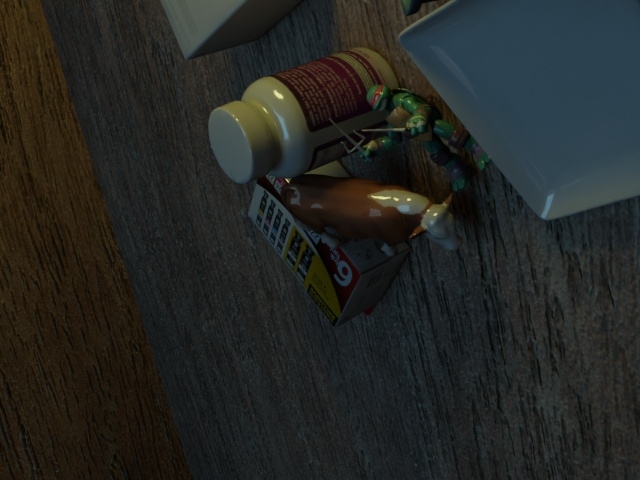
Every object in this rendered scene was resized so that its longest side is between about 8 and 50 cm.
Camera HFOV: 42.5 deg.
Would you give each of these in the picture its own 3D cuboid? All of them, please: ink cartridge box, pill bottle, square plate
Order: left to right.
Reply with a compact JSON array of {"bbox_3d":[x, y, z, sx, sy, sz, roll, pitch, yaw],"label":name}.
[{"bbox_3d":[-0.025,-0.201,1.347,0.169,0.301,0.169,35,138,40],"label":"pill bottle"},{"bbox_3d":[0.000,0.000,1.630,0.309,0.130,0.272,51,148,21],"label":"ink cartridge box"},{"bbox_3d":[0.303,-0.192,1.015,0.344,0.049,0.347,48,152,-12],"label":"square plate"}]

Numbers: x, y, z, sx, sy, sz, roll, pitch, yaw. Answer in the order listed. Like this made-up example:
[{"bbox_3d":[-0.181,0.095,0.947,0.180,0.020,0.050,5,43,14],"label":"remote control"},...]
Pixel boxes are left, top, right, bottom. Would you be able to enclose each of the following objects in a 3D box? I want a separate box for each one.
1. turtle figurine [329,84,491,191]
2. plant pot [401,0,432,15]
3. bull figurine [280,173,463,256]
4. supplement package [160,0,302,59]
[{"bbox_3d":[0.140,-0.168,1.242,0.234,0.118,0.175,27,167,-8],"label":"turtle figurine"},{"bbox_3d":[0.232,-0.373,0.689,0.341,0.334,0.341,-3,-90,-89],"label":"plant pot"},{"bbox_3d":[0.088,-0.041,1.375,0.310,0.101,0.188,15,161,11],"label":"bull figurine"},{"bbox_3d":[-0.150,-0.470,1.467,0.293,0.175,0.178,-16,97,59],"label":"supplement package"}]
